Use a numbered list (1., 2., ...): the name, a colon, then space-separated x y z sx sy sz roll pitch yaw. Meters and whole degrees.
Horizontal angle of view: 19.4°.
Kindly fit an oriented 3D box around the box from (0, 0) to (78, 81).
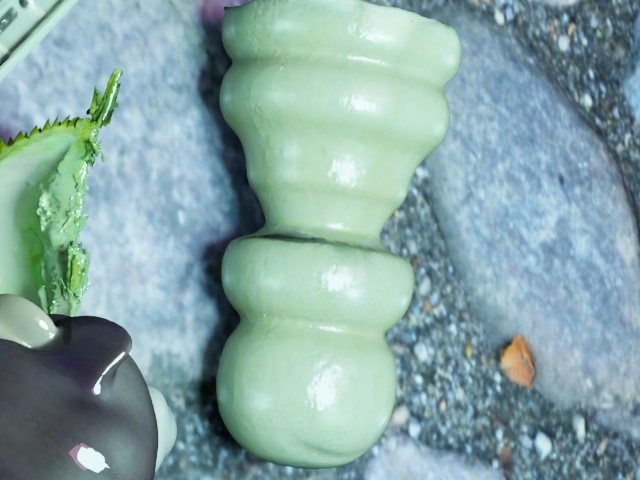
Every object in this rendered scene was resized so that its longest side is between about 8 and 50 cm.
1. box: -0.240 -0.204 1.118 0.220 0.166 0.290 56 50 -26

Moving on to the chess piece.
1. chess piece: 0.000 0.000 1.362 0.182 0.182 0.330 10 84 -45

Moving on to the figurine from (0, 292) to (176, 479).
1. figurine: -0.255 0.071 1.075 0.218 0.206 0.365 -46 103 -12

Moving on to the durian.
1. durian: -0.173 -0.012 1.208 0.086 0.100 0.215 -6 108 -51
